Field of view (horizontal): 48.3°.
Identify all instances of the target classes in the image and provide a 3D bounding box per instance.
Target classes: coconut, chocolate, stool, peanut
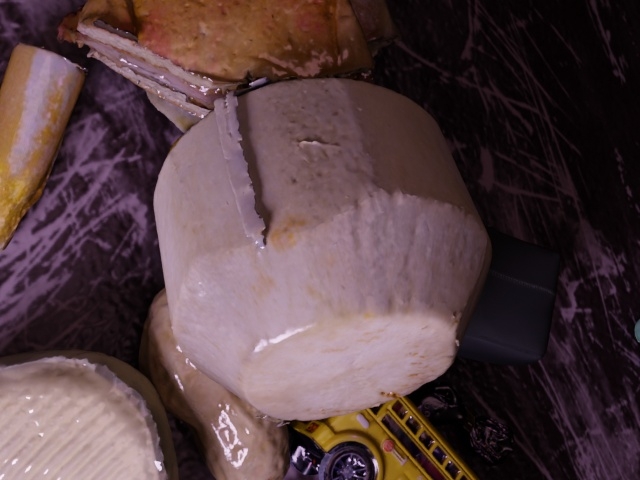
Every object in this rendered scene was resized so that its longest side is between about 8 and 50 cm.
[{"bbox_3d":[0.000,0.000,0.680,0.323,0.323,0.323,2,84,-22],"label":"coconut"},{"bbox_3d":[0.182,0.234,0.924,0.147,0.070,0.072,32,69,-21],"label":"chocolate"},{"bbox_3d":[0.168,0.063,0.854,0.232,0.232,0.141,19,78,-19],"label":"stool"},{"bbox_3d":[-0.320,-0.094,0.753,0.085,0.085,0.219,21,81,-19],"label":"chocolate"},{"bbox_3d":[-0.118,0.167,0.782,0.123,0.123,0.257,-28,96,-22],"label":"peanut"}]

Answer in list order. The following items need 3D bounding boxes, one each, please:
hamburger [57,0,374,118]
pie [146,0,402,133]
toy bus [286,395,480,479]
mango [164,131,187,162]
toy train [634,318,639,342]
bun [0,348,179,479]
[{"bbox_3d":[-0.084,-0.210,0.741,0.282,0.155,0.245,38,74,-4],"label":"hamburger"},{"bbox_3d":[-0.069,-0.255,0.868,0.337,0.075,0.338,2,82,-16],"label":"pie"},{"bbox_3d":[0.107,0.301,0.842,0.151,0.145,0.331,-44,101,-19],"label":"toy bus"},{"bbox_3d":[-0.128,-0.047,0.818,0.103,0.076,0.161,-19,96,-11],"label":"mango"},{"bbox_3d":[0.582,0.170,0.969,0.120,0.298,0.194,-35,105,-24],"label":"toy train"},{"bbox_3d":[-0.273,0.249,0.698,0.287,0.146,0.287,2,77,-9],"label":"bun"}]
